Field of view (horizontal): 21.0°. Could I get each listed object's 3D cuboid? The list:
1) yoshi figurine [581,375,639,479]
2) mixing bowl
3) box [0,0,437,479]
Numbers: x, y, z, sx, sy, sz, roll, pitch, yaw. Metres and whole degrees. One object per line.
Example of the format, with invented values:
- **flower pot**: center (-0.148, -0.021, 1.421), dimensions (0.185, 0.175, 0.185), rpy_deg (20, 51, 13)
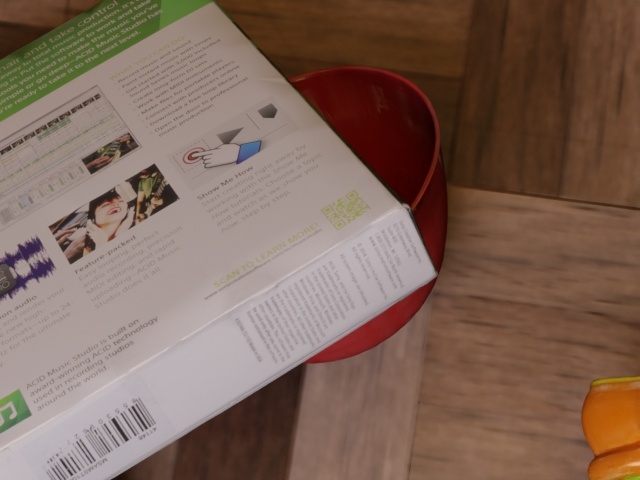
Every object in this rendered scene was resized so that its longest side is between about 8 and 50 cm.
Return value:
- **yoshi figurine**: center (0.221, 0.249, 0.846), dimensions (0.204, 0.203, 0.362), rpy_deg (3, 77, -3)
- **mixing bowl**: center (0.000, 0.000, 0.956), dimensions (0.181, 0.098, 0.181), rpy_deg (-19, 42, 18)
- **box**: center (-0.111, -0.018, 0.915), dimensions (0.232, 0.058, 0.322), rpy_deg (-31, 40, -6)
